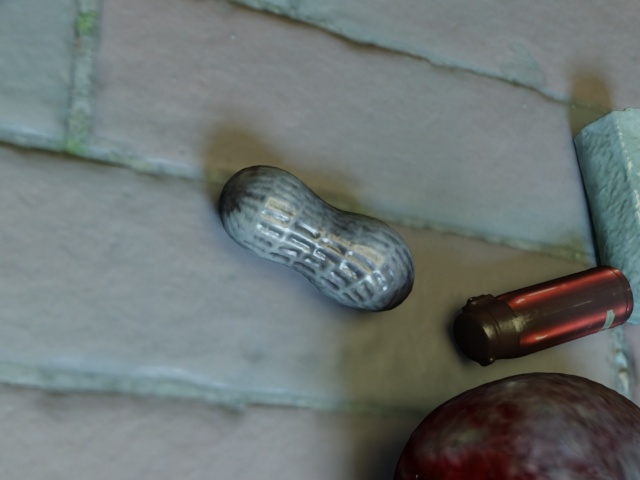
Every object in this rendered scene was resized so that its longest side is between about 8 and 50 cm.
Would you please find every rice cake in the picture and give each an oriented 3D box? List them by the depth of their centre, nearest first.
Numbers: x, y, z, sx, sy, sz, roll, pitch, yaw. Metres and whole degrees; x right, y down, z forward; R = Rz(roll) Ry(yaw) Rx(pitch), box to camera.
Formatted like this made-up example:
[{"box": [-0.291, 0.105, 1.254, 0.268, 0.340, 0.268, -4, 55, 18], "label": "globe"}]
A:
[{"box": [0.289, -0.028, 0.857, 0.063, 0.069, 0.206, 1, 75, -26], "label": "rice cake"}]

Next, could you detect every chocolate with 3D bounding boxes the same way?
[{"box": [0.000, 0.000, 0.701, 0.167, 0.072, 0.072, 29, 63, -13], "label": "chocolate"}]

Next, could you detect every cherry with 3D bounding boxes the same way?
[{"box": [0.167, 0.212, 0.639, 0.300, 0.203, 0.230, 14, 61, -31], "label": "cherry"}]

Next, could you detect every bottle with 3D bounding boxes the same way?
[{"box": [0.186, 0.062, 0.782, 0.164, 0.060, 0.060, -13, 80, -29], "label": "bottle"}]
